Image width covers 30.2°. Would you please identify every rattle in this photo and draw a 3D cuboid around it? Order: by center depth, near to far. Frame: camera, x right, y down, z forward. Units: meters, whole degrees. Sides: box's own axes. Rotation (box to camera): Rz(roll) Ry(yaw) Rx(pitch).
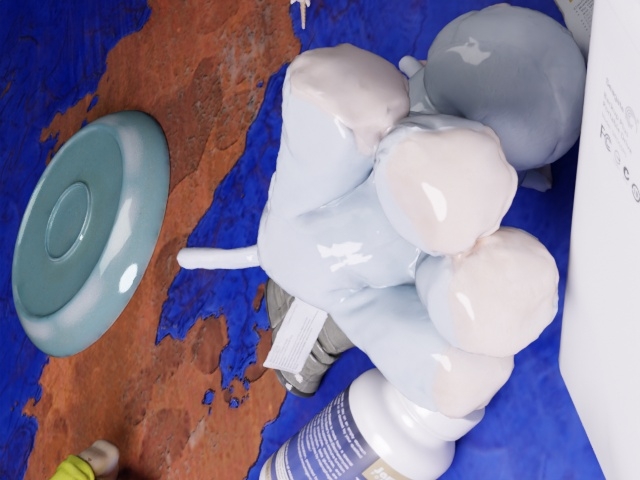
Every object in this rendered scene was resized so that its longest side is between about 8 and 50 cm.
[{"bbox_3d":[-0.219,0.308,1.178,0.130,0.142,0.200,-72,2,-68],"label":"rattle"}]

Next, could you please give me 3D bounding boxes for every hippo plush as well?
[{"bbox_3d":[0.092,-0.028,0.817,0.234,0.236,0.294,48,145,10],"label":"hippo plush"}]

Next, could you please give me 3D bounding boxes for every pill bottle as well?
[{"bbox_3d":[0.040,0.154,0.880,0.169,0.094,0.094,-46,41,27],"label":"pill bottle"}]

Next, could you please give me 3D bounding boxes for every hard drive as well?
[{"bbox_3d":[0.185,0.043,0.596,0.047,0.353,0.233,-13,49,-4],"label":"hard drive"}]

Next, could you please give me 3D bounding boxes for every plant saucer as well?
[{"bbox_3d":[-0.291,-0.017,1.433,0.317,0.043,0.318,-28,52,42],"label":"plant saucer"}]

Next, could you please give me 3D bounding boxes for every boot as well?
[{"bbox_3d":[0.000,0.000,1.031,0.161,0.083,0.247,-39,43,40],"label":"boot"}]

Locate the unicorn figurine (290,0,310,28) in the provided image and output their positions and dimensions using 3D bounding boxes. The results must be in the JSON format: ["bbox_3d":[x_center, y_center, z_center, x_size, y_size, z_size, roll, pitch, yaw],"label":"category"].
[{"bbox_3d":[0.016,-0.303,1.183,0.162,0.060,0.111,-24,53,43],"label":"unicorn figurine"}]

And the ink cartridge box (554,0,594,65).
[{"bbox_3d":[0.304,-0.204,0.743,0.324,0.071,0.330,-47,24,25],"label":"ink cartridge box"}]
